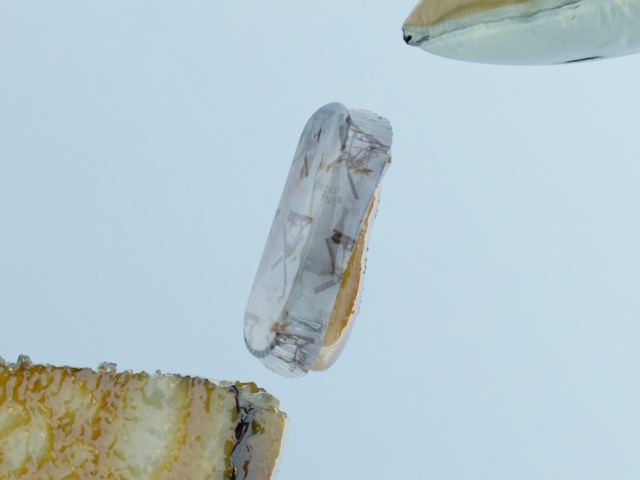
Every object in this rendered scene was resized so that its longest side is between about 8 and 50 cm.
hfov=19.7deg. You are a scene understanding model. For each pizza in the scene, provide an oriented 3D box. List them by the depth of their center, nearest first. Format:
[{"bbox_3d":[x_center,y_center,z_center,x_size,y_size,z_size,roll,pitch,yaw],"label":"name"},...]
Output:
[{"bbox_3d":[-0.174,0.191,1.172,0.074,0.287,0.251,45,-123,-58],"label":"pizza"}]

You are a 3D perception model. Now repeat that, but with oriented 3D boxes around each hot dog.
[{"bbox_3d":[0.000,0.000,1.243,0.059,0.108,0.191,18,-93,-31],"label":"hot dog"}]

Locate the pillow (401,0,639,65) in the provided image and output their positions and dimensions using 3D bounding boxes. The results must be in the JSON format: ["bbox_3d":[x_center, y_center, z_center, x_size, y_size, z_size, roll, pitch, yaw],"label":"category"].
[{"bbox_3d":[0.245,-0.206,1.442,0.312,0.310,0.119,-23,-82,-65],"label":"pillow"}]
